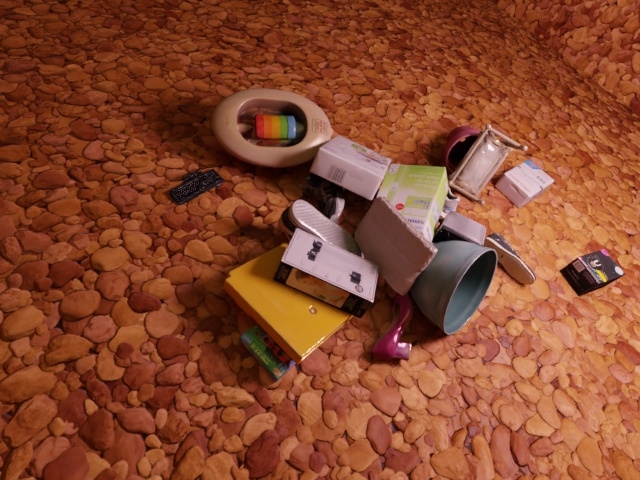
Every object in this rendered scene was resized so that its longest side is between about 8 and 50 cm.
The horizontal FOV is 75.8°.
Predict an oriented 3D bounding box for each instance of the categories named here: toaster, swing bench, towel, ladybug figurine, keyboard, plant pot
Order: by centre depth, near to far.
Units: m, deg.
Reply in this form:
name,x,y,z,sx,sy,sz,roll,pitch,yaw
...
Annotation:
name,x,y,z,sx,sy,sz,roll,pitch,yaw
towel,0.220,0.009,1.282,0.049,0.187,0.282,0,40,-42
plant pot,0.391,0.120,1.302,0.293,0.293,0.196,-33,45,-31
keyboard,-0.439,-0.203,1.430,0.100,0.038,0.192,42,55,15
toaster,0.480,0.005,1.452,0.186,0.168,0.110,27,53,5
ladybug figurine,-0.177,-0.406,1.539,0.450,0.162,0.305,2,78,-14
swing bench,0.616,-0.287,1.579,0.165,0.253,0.255,33,15,5
plant pot,0.628,-0.401,1.775,0.201,0.201,0.180,14,37,-6

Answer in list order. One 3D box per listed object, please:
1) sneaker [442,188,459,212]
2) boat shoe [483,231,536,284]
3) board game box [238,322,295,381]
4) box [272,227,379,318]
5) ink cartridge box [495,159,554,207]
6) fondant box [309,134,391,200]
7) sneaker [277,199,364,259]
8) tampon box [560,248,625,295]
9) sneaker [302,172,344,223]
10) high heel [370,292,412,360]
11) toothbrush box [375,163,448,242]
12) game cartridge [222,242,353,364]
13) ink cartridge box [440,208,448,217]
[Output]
name,x,y,z,sx,sy,sz,roll,pitch,yaw
sneaker,0.440,-0.187,1.546,0.191,0.083,0.071,34,55,12
boat shoe,0.711,0.063,1.527,0.079,0.084,0.233,-26,63,-28
board game box,-0.101,0.274,1.185,0.160,0.039,0.211,43,55,17
box,0.021,0.095,1.238,0.290,0.087,0.169,24,39,-5
ink cartridge box,0.888,-0.249,1.792,0.203,0.086,0.148,-27,66,-28
fondant box,0.122,-0.279,1.516,0.238,0.096,0.330,26,27,3
sneaker,0.000,0.000,1.365,0.321,0.127,0.126,41,47,-16
tampon box,1.032,0.120,1.562,0.161,0.101,0.120,-13,61,-23
sneaker,0.005,-0.153,1.481,0.153,0.101,0.268,14,48,-5
high heel,0.216,0.249,1.272,0.117,0.082,0.244,12,62,-5
toothbrush box,0.309,-0.122,1.442,0.206,0.122,0.283,11,63,29
game cartridge,-0.086,0.166,1.208,0.324,0.052,0.285,41,40,18
ink cartridge box,0.417,-0.142,1.601,0.198,0.067,0.115,32,54,9
